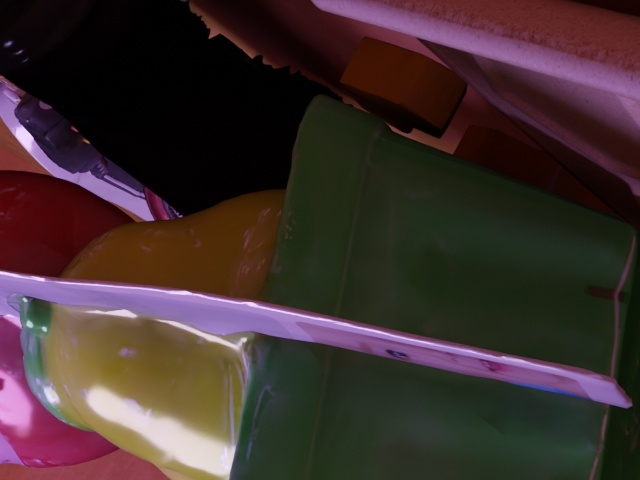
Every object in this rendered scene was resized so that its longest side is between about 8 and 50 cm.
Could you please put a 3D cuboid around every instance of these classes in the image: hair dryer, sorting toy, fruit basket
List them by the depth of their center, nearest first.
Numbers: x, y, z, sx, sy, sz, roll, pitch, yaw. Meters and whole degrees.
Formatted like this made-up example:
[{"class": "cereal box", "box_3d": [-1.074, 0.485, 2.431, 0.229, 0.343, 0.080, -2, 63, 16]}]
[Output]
[{"class": "sorting toy", "box_3d": [0.106, -0.026, 0.563, 0.229, 0.041, 0.307, 31, 176, -37]}, {"class": "fruit basket", "box_3d": [-0.055, 0.053, 0.699, 0.353, 0.165, 0.327, 2, 169, 13]}, {"class": "hair dryer", "box_3d": [-0.099, -0.087, 1.072, 0.223, 0.080, 0.293, 58, -171, 34]}]

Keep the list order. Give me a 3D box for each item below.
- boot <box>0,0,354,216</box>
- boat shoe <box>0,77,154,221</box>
[{"class": "boot", "box_3d": [-0.053, -0.062, 0.797, 0.207, 0.094, 0.246, 36, 177, -20]}, {"class": "boat shoe", "box_3d": [-0.116, -0.063, 1.280, 0.219, 0.070, 0.077, 30, -150, -38]}]
